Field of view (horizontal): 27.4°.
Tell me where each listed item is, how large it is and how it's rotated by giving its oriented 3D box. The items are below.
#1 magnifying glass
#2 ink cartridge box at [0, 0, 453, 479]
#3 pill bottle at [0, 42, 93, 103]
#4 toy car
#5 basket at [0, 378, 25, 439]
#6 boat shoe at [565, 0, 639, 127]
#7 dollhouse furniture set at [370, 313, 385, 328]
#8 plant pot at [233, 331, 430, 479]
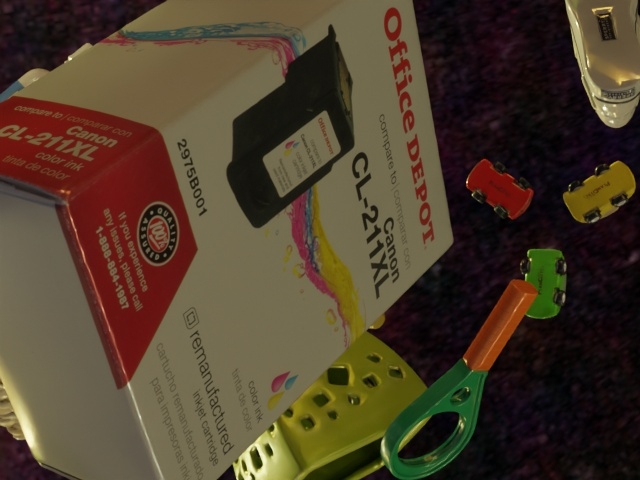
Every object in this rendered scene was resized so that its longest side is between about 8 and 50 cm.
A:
[{"bbox_3d":[0.130,0.132,1.210,0.231,0.092,0.026,-60,43,26],"label":"magnifying glass"},{"bbox_3d":[-0.034,-0.012,0.461,0.072,0.175,0.127,13,130,37],"label":"ink cartridge box"},{"bbox_3d":[-0.290,-0.095,1.332,0.124,0.221,0.124,48,172,9],"label":"pill bottle"},{"bbox_3d":[0.315,0.001,1.823,0.239,0.053,0.225,2,78,25],"label":"toy car"},{"bbox_3d":[-0.290,0.047,1.587,0.331,0.328,0.266,-11,53,20],"label":"basket"},{"bbox_3d":[0.361,-0.257,1.648,0.096,0.267,0.088,-7,142,4],"label":"boat shoe"},{"bbox_3d":[0.000,0.000,1.241,0.198,0.303,0.286,42,122,38],"label":"dollhouse furniture set"},{"bbox_3d":[-0.014,0.222,1.772,0.207,0.228,0.227,58,148,17],"label":"plant pot"}]
